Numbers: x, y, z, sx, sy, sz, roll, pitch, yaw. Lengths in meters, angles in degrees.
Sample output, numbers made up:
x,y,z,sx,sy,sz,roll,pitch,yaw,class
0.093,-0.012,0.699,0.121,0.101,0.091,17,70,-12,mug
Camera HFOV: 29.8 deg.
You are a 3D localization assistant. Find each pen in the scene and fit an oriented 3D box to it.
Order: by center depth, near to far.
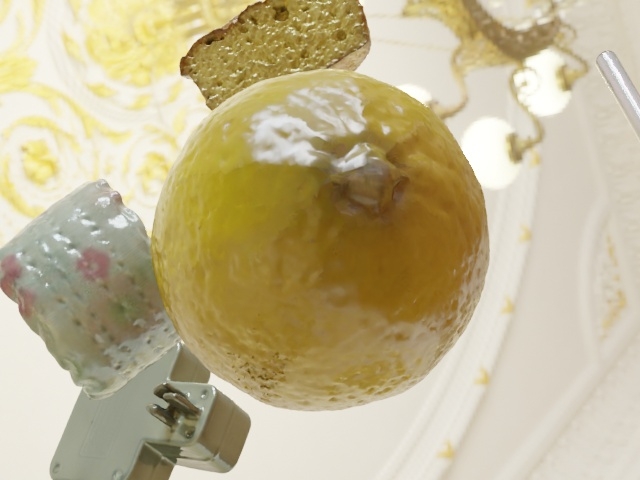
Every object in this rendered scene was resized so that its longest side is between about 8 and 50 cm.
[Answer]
x,y,z,sx,sy,sz,roll,pitch,yaw,class
0.399,-0.144,1.490,0.033,0.033,0.269,39,-155,-42,pen

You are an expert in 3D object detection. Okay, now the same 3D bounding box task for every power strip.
x,y,z,sx,sy,sz,roll,pitch,yaw,class
-0.238,0.237,1.630,0.141,0.261,0.230,45,-125,-42,power strip

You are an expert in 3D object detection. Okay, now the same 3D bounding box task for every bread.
x,y,z,sx,sy,sz,roll,pitch,yaw,class
-0.059,-0.320,2.094,0.194,0.340,0.179,59,-176,11,bread

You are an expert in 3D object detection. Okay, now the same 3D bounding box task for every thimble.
x,y,z,sx,sy,sz,roll,pitch,yaw,class
-0.221,0.049,1.204,0.149,0.211,0.185,-38,-91,-9,thimble

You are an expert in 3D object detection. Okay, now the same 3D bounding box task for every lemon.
x,y,z,sx,sy,sz,roll,pitch,yaw,class
0.000,0.001,0.949,0.293,0.293,0.293,15,-109,-51,lemon
